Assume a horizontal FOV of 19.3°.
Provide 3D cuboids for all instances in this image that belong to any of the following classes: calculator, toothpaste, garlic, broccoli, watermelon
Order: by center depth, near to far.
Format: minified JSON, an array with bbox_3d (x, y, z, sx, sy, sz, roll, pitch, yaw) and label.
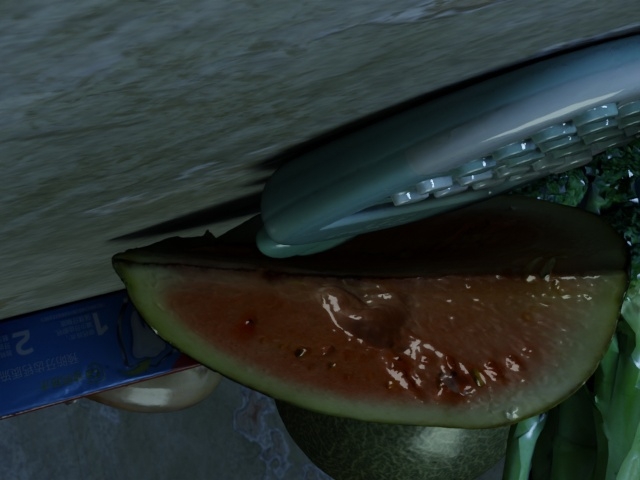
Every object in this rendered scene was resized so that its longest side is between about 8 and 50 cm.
[{"bbox_3d":[0.074,-0.045,0.926,0.184,0.042,0.295,-12,172,-44],"label":"calculator"},{"bbox_3d":[0.051,0.017,1.114,0.303,0.128,0.159,1,144,22],"label":"watermelon"},{"bbox_3d":[0.186,0.058,1.261,0.308,0.275,0.308,14,169,3],"label":"broccoli"},{"bbox_3d":[-0.195,0.089,1.510,0.320,0.076,0.066,-13,176,-22],"label":"toothpaste"},{"bbox_3d":[-0.146,0.094,1.705,0.128,0.148,0.266,-54,161,12],"label":"garlic"}]

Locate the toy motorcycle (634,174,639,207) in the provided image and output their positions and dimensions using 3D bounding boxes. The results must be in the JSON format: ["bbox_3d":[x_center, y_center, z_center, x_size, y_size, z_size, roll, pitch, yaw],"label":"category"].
[{"bbox_3d":[0.258,-0.006,0.861,0.191,0.200,0.326,-10,147,-50],"label":"toy motorcycle"}]

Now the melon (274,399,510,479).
[{"bbox_3d":[0.079,0.109,1.671,0.237,0.237,0.302,-14,173,-15],"label":"melon"}]
